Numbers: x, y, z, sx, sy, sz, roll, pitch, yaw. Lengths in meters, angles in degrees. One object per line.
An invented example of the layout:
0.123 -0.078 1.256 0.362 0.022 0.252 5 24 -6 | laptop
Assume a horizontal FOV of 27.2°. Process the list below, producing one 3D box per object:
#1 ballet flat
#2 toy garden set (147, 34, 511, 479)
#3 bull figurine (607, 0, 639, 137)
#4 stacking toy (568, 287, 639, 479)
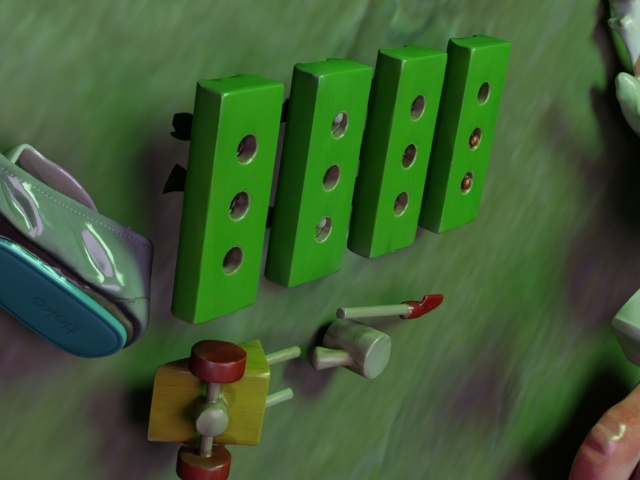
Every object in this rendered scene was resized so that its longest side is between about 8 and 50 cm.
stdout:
-0.149 -0.022 0.554 0.213 0.072 0.068 41 44 -41 | ballet flat
0.000 0.000 0.690 0.244 0.049 0.204 -18 123 -51 | toy garden set
0.302 -0.176 0.902 0.188 0.101 0.310 32 77 -40 | bull figurine
0.304 0.075 0.879 0.309 0.130 0.279 -46 151 -24 | stacking toy
